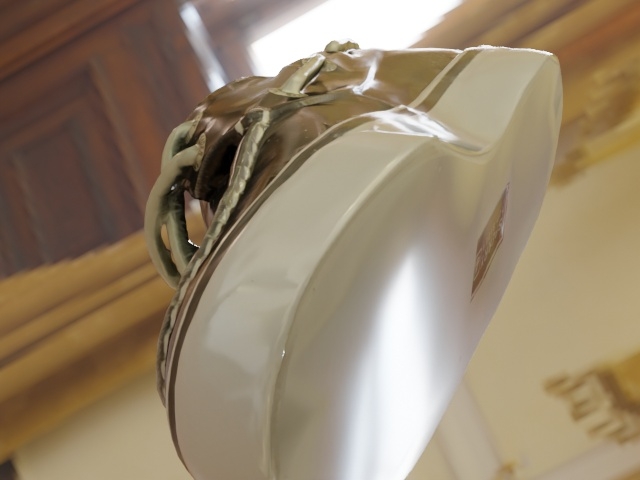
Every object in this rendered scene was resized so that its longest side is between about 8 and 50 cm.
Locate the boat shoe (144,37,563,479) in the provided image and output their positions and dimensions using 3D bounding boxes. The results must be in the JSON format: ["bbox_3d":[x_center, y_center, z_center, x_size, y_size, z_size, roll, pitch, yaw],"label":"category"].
[{"bbox_3d":[0.000,0.000,0.413,0.219,0.070,0.077,-41,140,-68],"label":"boat shoe"}]
